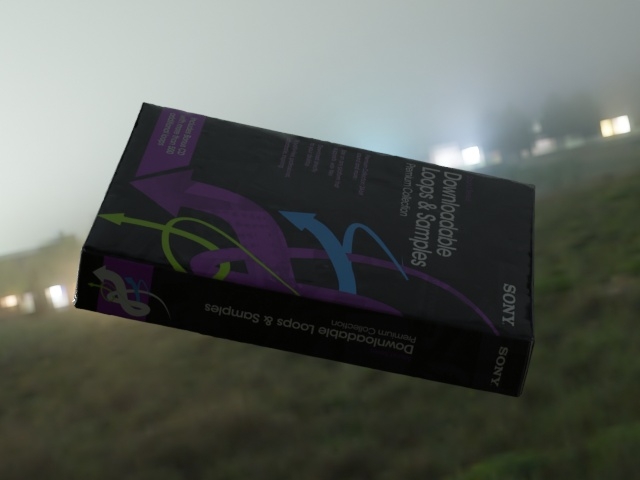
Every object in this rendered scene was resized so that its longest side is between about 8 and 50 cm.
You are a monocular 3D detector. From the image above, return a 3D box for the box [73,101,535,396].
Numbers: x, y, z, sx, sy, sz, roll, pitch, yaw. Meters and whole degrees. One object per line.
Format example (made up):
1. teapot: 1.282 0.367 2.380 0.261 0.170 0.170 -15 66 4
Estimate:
1. box: 0.000 0.000 0.676 0.162 0.029 0.116 13 31 -1
